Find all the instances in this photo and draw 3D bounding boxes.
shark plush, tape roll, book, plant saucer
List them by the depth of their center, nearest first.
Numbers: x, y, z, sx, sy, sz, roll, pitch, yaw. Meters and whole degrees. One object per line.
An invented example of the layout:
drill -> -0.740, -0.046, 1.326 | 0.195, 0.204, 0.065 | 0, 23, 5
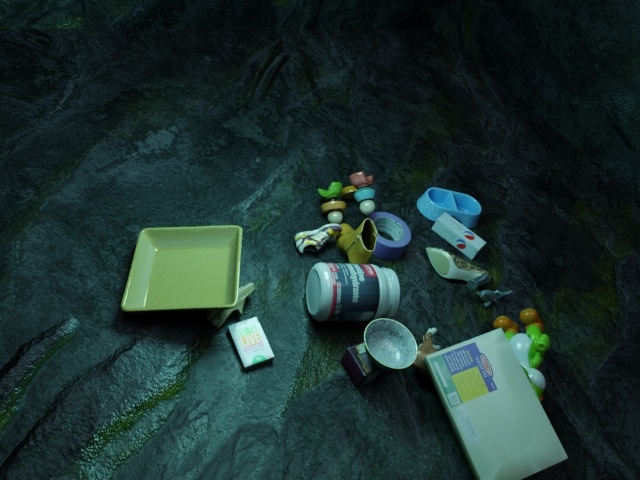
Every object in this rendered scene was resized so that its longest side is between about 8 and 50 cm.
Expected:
book -> -0.212, 0.310, 1.547 | 0.096, 0.035, 0.144 | -14, 56, -27
plant saucer -> -0.412, 0.100, 1.589 | 0.332, 0.081, 0.333 | -1, 46, -3
shark plush -> 0.676, 0.214, 1.970 | 0.161, 0.067, 0.073 | 6, 46, -16
tape roll -> 0.254, -0.019, 2.017 | 0.188, 0.080, 0.189 | 11, 44, -11

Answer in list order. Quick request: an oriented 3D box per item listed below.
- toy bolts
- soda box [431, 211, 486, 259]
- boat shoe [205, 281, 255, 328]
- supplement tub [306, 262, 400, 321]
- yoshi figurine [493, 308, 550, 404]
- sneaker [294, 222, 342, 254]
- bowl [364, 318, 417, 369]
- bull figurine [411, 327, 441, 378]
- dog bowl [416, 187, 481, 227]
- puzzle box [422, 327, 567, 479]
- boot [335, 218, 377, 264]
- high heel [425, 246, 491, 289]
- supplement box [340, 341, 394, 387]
toy bolts -> 0.135, -0.153, 2.035 | 0.218, 0.228, 0.159 | 4, 71, -48
soda box -> 0.581, -0.020, 2.158 | 0.216, 0.069, 0.073 | 40, 47, 18
boat shoe -> -0.268, 0.206, 1.607 | 0.072, 0.068, 0.190 | 47, 58, 7
supplement tub -> 0.104, 0.171, 1.691 | 0.271, 0.191, 0.191 | 3, 47, -19
yoshi figurine -> 0.660, 0.393, 1.719 | 0.202, 0.204, 0.362 | 8, 46, 8
sneaker -> 0.000, 0.000, 1.890 | 0.185, 0.070, 0.084 | -17, 57, -6
bowl -> 0.197, 0.326, 1.540 | 0.170, 0.080, 0.170 | 12, 46, -12
bull figurine -> 0.430, 0.422, 1.649 | 0.310, 0.101, 0.188 | 34, 38, 4
dog bowl -> 0.580, -0.152, 2.282 | 0.296, 0.074, 0.166 | 11, 45, -13
puzzle box -> 0.510, 0.493, 1.525 | 0.271, 0.052, 0.409 | -17, 68, -11
boot -> 0.138, -0.012, 1.867 | 0.104, 0.211, 0.295 | 8, 45, -16
high heel -> 0.551, 0.102, 2.039 | 0.261, 0.093, 0.186 | 40, 28, 29
supplement box -> 0.172, 0.369, 1.606 | 0.188, 0.081, 0.104 | -13, 55, -32
